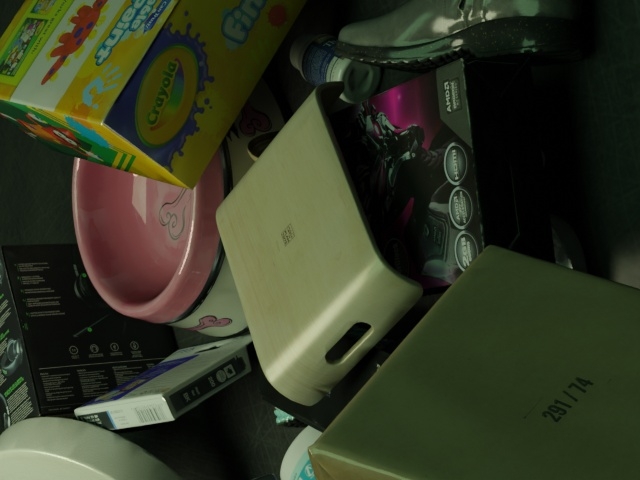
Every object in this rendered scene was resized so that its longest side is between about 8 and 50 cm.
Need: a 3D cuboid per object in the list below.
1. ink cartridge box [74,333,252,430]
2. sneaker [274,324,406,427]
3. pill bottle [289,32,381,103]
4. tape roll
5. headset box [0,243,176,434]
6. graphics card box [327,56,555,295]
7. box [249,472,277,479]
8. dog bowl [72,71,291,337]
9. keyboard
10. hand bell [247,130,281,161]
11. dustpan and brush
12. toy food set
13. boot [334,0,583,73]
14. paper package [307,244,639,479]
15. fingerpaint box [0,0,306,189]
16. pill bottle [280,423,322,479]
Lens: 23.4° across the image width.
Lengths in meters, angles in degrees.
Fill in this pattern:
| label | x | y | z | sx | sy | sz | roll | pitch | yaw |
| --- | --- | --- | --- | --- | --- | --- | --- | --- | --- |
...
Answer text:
| label | x | y | z | sx | sy | sz | roll | pitch | yaw |
| --- | --- | --- | --- | --- | --- | --- | --- | --- | --- |
| ink cartridge box | -0.195 | 0.193 | 2.098 | 0.206 | 0.208 | 0.045 | -15 | 101 | 46 |
| sneaker | 0.025 | 0.146 | 1.884 | 0.283 | 0.110 | 0.122 | -27 | 67 | 50 |
| pill bottle | 0.015 | -0.217 | 1.915 | 0.120 | 0.067 | 0.067 | 33 | 117 | 47 |
| tape roll | -0.310 | 0.410 | 2.168 | 0.392 | 0.072 | 0.392 | 16 | 134 | 17 |
| headset box | -0.358 | 0.138 | 2.271 | 0.131 | 0.246 | 0.283 | -41 | 61 | 46 |
| graphics card box | 0.112 | -0.054 | 1.722 | 0.371 | 0.094 | 0.232 | -13 | 81 | 62 |
| box | -0.075 | 0.488 | 1.877 | 0.294 | 0.183 | 0.296 | 89 | 158 | -60 |
| dog bowl | -0.202 | -0.065 | 2.141 | 0.408 | 0.150 | 0.408 | 1 | 92 | 53 |
| keyboard | 0.015 | 0.122 | 1.789 | 0.317 | 0.033 | 0.201 | 18 | 103 | 59 |
| hand bell | -0.031 | -0.007 | 1.977 | 0.126 | 0.126 | 0.242 | 30 | 126 | 49 |
| dustpan and brush | 0.229 | -0.009 | 1.645 | 0.147 | 0.060 | 0.211 | 21 | 106 | 51 |
| toy food set | 0.000 | 0.000 | 1.745 | 0.220 | 0.092 | 0.306 | -48 | 47 | 34 |
| boot | 0.159 | -0.301 | 1.705 | 0.338 | 0.118 | 0.222 | 1 | 89 | 42 |
| paper package | 0.202 | 0.188 | 1.388 | 0.309 | 0.325 | 0.168 | 19 | 135 | 30 |
| fingerpaint box | -0.195 | -0.310 | 1.959 | 0.371 | 0.163 | 0.444 | 16 | 72 | 52 |
| pill bottle | 0.076 | 0.324 | 1.789 | 0.264 | 0.146 | 0.146 | 45 | 126 | 42 |
